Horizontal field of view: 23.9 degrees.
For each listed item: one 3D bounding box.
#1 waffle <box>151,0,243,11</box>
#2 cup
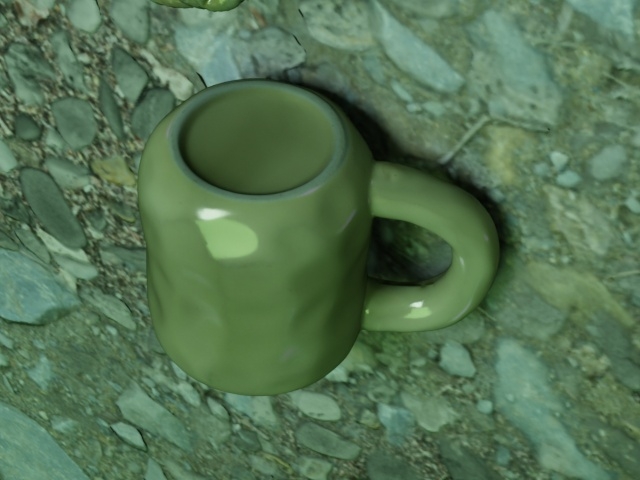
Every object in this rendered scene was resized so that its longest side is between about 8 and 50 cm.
[{"bbox_3d":[-0.191,-0.222,0.976,0.309,0.056,0.292,22,-178,-27],"label":"waffle"},{"bbox_3d":[-0.012,0.012,1.124,0.255,0.173,0.202,24,141,18],"label":"cup"}]
